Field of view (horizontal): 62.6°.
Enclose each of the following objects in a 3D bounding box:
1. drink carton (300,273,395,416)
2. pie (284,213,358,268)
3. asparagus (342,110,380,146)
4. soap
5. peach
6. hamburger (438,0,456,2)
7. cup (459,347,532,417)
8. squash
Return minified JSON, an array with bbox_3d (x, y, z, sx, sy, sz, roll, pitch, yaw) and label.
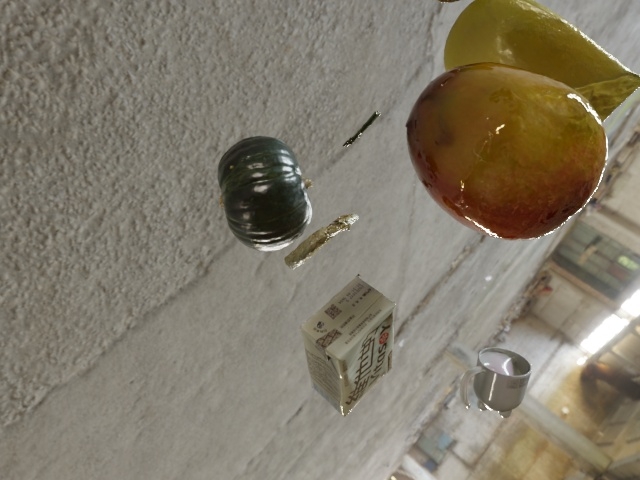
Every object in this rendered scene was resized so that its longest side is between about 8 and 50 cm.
[{"bbox_3d":[0.073,0.263,1.262,0.194,0.132,0.324,-40,147,-25],"label":"drink carton"},{"bbox_3d":[0.000,0.000,1.571,0.274,0.055,0.274,-36,179,0],"label":"pie"},{"bbox_3d":[0.084,-0.227,1.084,0.114,0.015,0.014,-42,-154,43],"label":"asparagus"},{"bbox_3d":[0.489,-0.391,1.240,0.115,0.427,0.306,-53,173,-26],"label":"soap"},{"bbox_3d":[0.334,-0.175,0.985,0.372,0.373,0.290,-47,179,-13],"label":"peach"},{"bbox_3d":[0.308,-0.621,1.181,0.208,0.155,0.135,-40,147,1],"label":"hamburger"},{"bbox_3d":[0.456,0.380,1.364,0.173,0.134,0.141,-19,121,-48],"label":"cup"},{"bbox_3d":[-0.104,-0.088,0.992,0.173,0.218,0.218,-13,161,13],"label":"squash"}]
